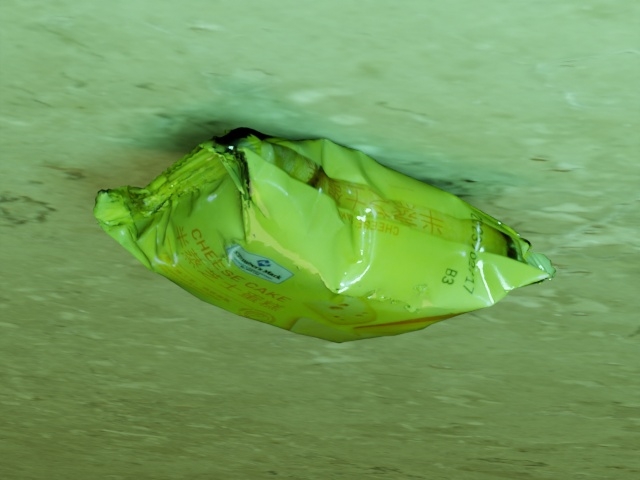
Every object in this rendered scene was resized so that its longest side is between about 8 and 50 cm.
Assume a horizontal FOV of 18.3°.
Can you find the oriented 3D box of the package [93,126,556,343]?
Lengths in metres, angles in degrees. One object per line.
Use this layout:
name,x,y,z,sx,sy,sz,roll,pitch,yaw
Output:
package,0.000,0.000,1.079,0.226,0.090,0.168,17,161,-29
